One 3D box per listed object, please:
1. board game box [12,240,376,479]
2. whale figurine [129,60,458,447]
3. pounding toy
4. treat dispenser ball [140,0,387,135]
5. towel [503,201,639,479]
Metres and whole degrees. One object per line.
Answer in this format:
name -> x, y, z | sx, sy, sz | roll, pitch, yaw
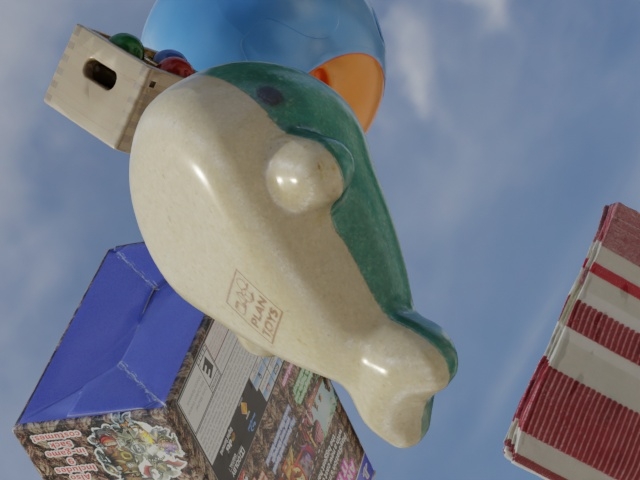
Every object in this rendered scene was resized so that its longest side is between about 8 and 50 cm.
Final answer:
board game box -> -0.092, 0.175, 1.565 | 0.291, 0.141, 0.232 | 65, -151, -30
whale figurine -> 0.000, 0.000, 1.207 | 0.141, 0.272, 0.216 | -32, -23, -31
pounding toy -> -0.117, -0.116, 1.773 | 0.206, 0.181, 0.094 | 16, -78, -45
treat dispenser ball -> -0.067, -0.201, 2.188 | 0.288, 0.288, 0.288 | -34, -36, -30
towel -> 0.366, 0.148, 2.199 | 0.237, 0.037, 0.329 | 28, -99, -21
